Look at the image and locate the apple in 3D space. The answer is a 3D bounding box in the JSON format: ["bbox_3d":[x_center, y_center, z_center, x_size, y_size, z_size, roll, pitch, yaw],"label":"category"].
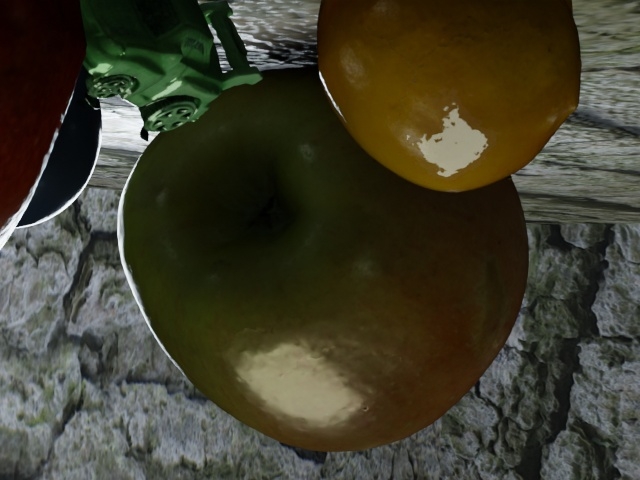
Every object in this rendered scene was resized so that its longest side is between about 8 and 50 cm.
[{"bbox_3d":[0.000,0.000,1.021,0.338,0.338,0.305,1,158,37],"label":"apple"}]

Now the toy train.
[{"bbox_3d":[-0.106,-0.127,0.740,0.081,0.099,0.149,-27,164,12],"label":"toy train"}]

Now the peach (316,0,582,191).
[{"bbox_3d":[0.060,-0.097,0.569,0.138,0.138,0.138,3,178,0],"label":"peach"}]

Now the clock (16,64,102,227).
[{"bbox_3d":[-0.289,-0.082,0.899,0.243,0.199,0.146,-3,166,-5],"label":"clock"}]

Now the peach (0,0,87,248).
[{"bbox_3d":[-0.224,-0.066,0.483,0.281,0.238,0.281,-34,180,0],"label":"peach"}]
